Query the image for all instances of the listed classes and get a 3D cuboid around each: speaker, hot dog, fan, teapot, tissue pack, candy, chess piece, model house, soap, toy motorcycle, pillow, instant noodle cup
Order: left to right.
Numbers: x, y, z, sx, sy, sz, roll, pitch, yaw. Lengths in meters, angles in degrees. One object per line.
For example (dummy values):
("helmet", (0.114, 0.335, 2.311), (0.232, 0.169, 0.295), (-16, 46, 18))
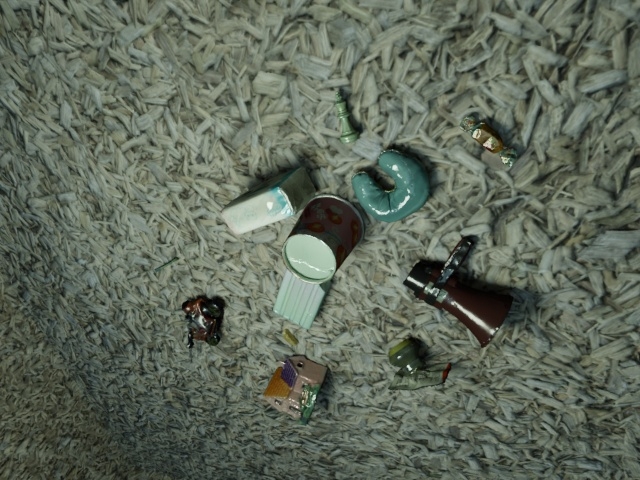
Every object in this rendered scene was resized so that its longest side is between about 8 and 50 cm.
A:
("fan", (-0.699, 0.113, 2.029), (0.193, 0.038, 0.016), (-24, 98, 37))
("toy motorcycle", (-0.558, 0.405, 2.100), (0.207, 0.134, 0.401), (21, 127, 11))
("tissue pack", (-0.171, -0.130, 1.514), (0.271, 0.201, 0.124), (-16, 107, 32))
("hot dog", (-0.138, 0.430, 1.992), (0.034, 0.030, 0.090), (-28, 107, 37))
("model house", (-0.117, 0.656, 2.027), (0.237, 0.202, 0.237), (22, 128, 8))
("soap", (-0.068, 0.198, 1.760), (0.172, 0.095, 0.290), (26, 129, 7))
("instant noodle cup", (0.000, 0.000, 1.507), (0.243, 0.231, 0.243), (12, 125, 17))
("chess piece", (0.070, -0.367, 1.341), (0.059, 0.059, 0.149), (-7, 112, 28))
("pillow", (0.220, -0.164, 1.390), (0.214, 0.086, 0.233), (48, 126, -5))
("teapot", (0.330, 0.455, 1.740), (0.119, 0.130, 0.166), (55, 166, 18))
("speaker", (0.451, 0.159, 1.452), (0.329, 0.198, 0.259), (34, 143, 10))
("candy", (0.461, -0.274, 1.229), (0.182, 0.046, 0.053), (41, 132, 0))

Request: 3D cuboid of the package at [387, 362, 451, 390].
("package", (0.381, 0.526, 1.731), (0.232, 0.166, 0.040), (-16, 97, 28))
